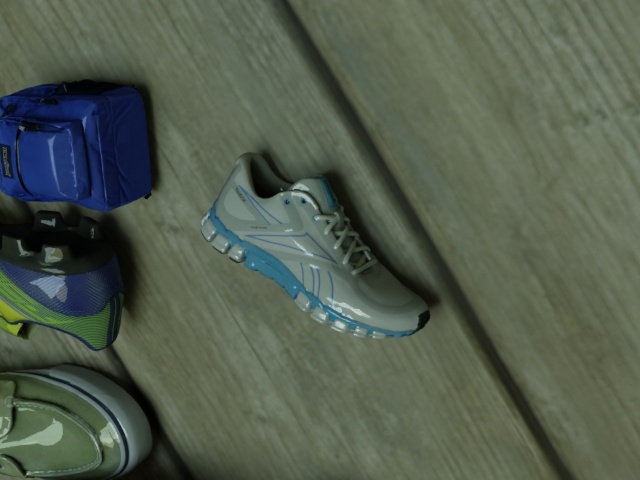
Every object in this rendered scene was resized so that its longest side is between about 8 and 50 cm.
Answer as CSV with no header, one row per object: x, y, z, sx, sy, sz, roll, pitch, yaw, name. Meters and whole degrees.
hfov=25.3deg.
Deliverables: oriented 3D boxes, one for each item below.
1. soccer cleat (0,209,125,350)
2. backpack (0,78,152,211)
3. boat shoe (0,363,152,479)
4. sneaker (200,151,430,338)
-0.289,0.029,1.201,0.289,0.093,0.121,10,120,30,soccer cleat
-0.205,-0.076,1.100,0.120,0.101,0.097,9,107,34,backpack
-0.285,0.168,1.250,0.302,0.094,0.109,2,109,33,boat shoe
0.000,0.000,1.017,0.191,0.071,0.083,31,117,19,sneaker
